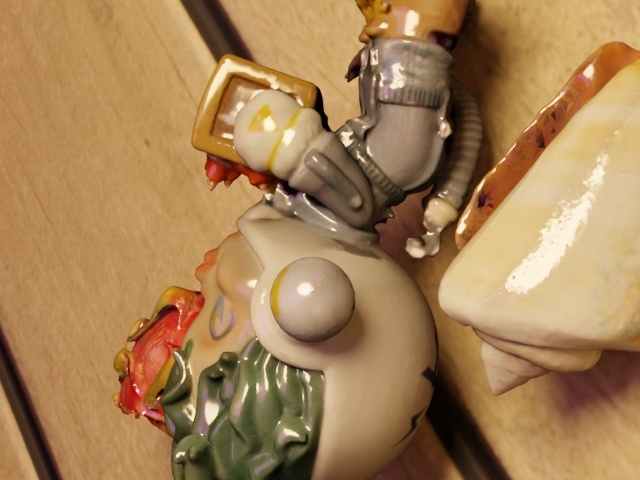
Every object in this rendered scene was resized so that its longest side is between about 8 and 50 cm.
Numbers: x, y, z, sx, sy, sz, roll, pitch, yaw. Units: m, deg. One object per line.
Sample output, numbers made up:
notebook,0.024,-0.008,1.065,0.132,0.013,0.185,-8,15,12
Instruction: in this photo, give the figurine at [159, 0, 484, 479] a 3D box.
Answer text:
figurine,-0.002,0.000,1.028,0.186,0.261,0.382,13,94,7

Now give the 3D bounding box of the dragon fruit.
dragon fruit,-0.063,0.093,1.205,0.207,0.133,0.150,-30,88,26

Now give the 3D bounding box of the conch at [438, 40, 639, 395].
conch,0.175,-0.015,0.960,0.255,0.127,0.158,-51,11,6
